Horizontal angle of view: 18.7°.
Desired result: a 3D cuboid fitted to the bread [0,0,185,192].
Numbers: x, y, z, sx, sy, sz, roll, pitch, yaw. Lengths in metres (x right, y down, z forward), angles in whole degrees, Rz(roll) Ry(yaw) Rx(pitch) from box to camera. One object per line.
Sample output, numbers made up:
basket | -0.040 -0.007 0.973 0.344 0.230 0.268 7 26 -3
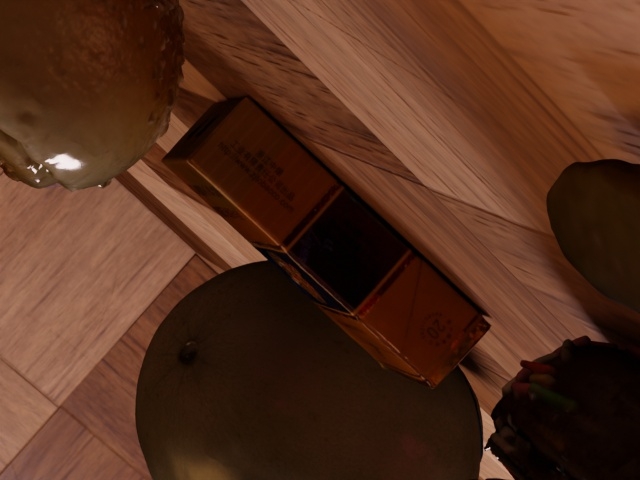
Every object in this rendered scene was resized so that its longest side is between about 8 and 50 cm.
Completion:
bread | -0.197 -0.159 1.044 0.305 0.159 0.305 40 178 2

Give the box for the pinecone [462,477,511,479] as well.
pinecone | 0.073 0.198 1.023 0.173 0.173 0.173 41 174 5

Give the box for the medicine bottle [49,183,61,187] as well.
medicine bottle | -0.248 -0.154 1.486 0.147 0.147 0.247 36 172 43

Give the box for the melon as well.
melon | -0.004 0.165 1.659 0.330 0.268 0.268 36 179 -42

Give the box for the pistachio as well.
pistachio | 0.143 0.016 0.663 0.173 0.049 0.089 36 148 57

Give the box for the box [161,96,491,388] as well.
box | 0.000 0.000 1.394 0.237 0.070 0.152 41 174 -10

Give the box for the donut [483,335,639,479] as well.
donut | 0.205 0.154 1.032 0.270 0.103 0.270 42 176 3
